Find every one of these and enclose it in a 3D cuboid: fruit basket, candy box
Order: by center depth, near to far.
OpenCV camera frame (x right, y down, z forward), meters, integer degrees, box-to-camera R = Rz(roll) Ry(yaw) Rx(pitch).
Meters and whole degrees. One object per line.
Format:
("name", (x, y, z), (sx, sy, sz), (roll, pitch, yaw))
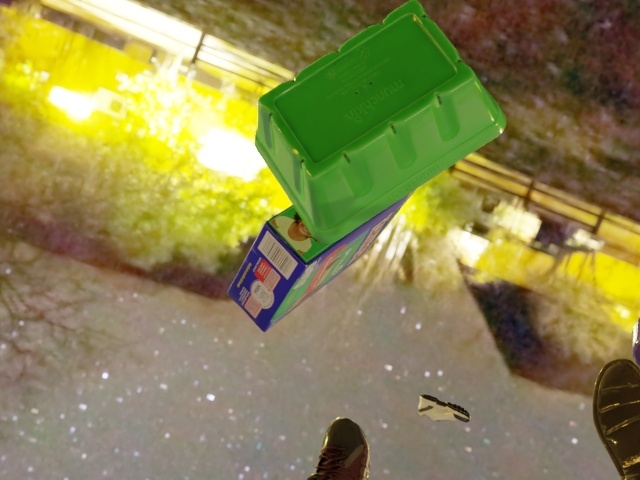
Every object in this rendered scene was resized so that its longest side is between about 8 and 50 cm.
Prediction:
("fruit basket", (0.086, -0.186, 1.530), (0.283, 0.392, 0.392), (57, -162, 21))
("candy box", (0.000, 0.000, 1.774), (0.122, 0.317, 0.268), (46, 144, 10))

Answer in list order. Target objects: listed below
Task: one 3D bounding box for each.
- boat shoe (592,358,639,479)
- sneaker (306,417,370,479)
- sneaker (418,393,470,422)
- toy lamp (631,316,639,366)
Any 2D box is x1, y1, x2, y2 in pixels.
("boat shoe", (0.550, 0.358, 1.593), (0.110, 0.307, 0.104), (-21, 143, 26))
("sneaker", (0.023, 0.463, 1.844), (0.106, 0.281, 0.162), (-14, 141, 21))
("sneaker", (0.248, 0.347, 1.865), (0.109, 0.044, 0.040), (18, -171, 15))
("toy lamp", (0.487, 0.104, 1.271), (0.080, 0.080, 0.274), (23, -149, 25))
